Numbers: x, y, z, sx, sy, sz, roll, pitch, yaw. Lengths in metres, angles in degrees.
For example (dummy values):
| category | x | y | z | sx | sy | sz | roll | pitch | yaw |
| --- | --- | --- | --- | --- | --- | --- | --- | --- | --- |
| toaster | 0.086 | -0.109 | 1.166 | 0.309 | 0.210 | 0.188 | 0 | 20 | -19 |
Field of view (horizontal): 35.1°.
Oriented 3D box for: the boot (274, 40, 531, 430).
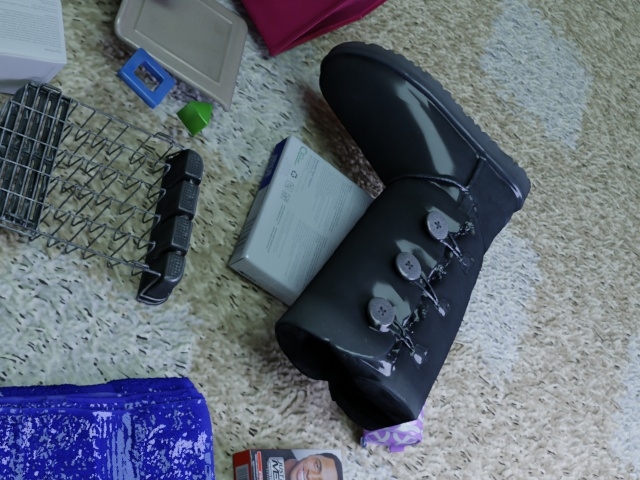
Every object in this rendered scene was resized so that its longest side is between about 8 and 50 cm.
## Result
| category | x | y | z | sx | sy | sz | roll | pitch | yaw |
| --- | --- | --- | --- | --- | --- | --- | --- | --- | --- |
| boot | 0.060 | -0.020 | 1.359 | 0.367 | 0.146 | 0.445 | 37 | 59 | -3 |

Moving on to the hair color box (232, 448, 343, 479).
| category | x | y | z | sx | sy | sz | roll | pitch | yaw |
| --- | --- | --- | --- | --- | --- | --- | --- | --- | --- |
| hair color box | -0.038 | 0.299 | 1.269 | 0.141 | 0.043 | 0.072 | 8 | 67 | -37 |

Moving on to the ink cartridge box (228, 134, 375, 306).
| category | x | y | z | sx | sy | sz | roll | pitch | yaw |
| --- | --- | --- | --- | --- | --- | --- | --- | --- | --- |
| ink cartridge box | 0.000 | 0.000 | 1.418 | 0.224 | 0.045 | 0.223 | 36 | 53 | -23 |

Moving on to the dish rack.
| category | x | y | z | sx | sy | sz | roll | pitch | yaw |
| --- | --- | --- | --- | --- | --- | --- | --- | --- | --- |
| dish rack | -0.271 | -0.061 | 1.215 | 0.272 | 0.074 | 0.208 | 23 | 58 | -28 |

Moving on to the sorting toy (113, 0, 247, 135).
| category | x | y | z | sx | sy | sz | roll | pitch | yaw |
| --- | --- | --- | --- | --- | --- | --- | --- | --- | --- |
| sorting toy | -0.190 | -0.281 | 1.371 | 0.196 | 0.047 | 0.347 | 35 | 43 | -28 |

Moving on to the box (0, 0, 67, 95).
| category | x | y | z | sx | sy | sz | roll | pitch | yaw |
| --- | --- | --- | --- | --- | --- | --- | --- | --- | --- |
| box | -0.365 | -0.232 | 1.185 | 0.102 | 0.101 | 0.087 | 4 | 71 | -37 |

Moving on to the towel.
| category | x | y | z | sx | sy | sz | roll | pitch | yaw |
| --- | --- | --- | --- | --- | --- | --- | --- | --- | --- |
| towel | -0.252 | 0.261 | 1.094 | 0.308 | 0.076 | 0.227 | 3 | 70 | -37 |

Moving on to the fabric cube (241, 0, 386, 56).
| category | x | y | z | sx | sy | sz | roll | pitch | yaw |
| --- | --- | --- | --- | --- | --- | --- | --- | --- | --- |
| fabric cube | 0.015 | -0.463 | 1.467 | 0.259 | 0.254 | 0.258 | -34 | 95 | -47 |

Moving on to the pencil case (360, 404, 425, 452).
| category | x | y | z | sx | sy | sz | roll | pitch | yaw |
| --- | --- | --- | --- | --- | --- | --- | --- | --- | --- |
| pencil case | 0.109 | 0.189 | 1.406 | 0.088 | 0.086 | 0.206 | 53 | 40 | -57 |
